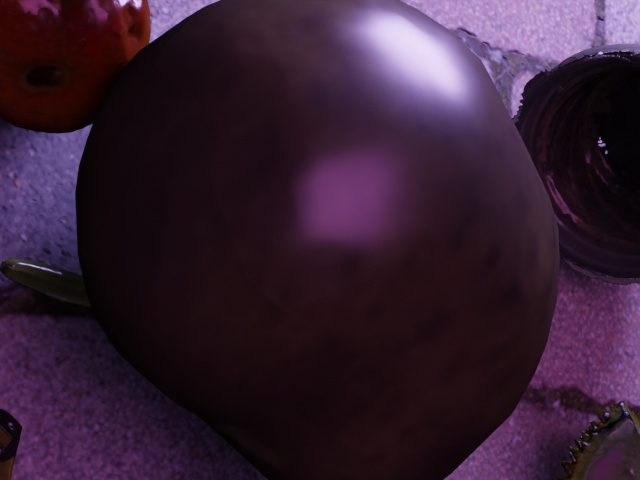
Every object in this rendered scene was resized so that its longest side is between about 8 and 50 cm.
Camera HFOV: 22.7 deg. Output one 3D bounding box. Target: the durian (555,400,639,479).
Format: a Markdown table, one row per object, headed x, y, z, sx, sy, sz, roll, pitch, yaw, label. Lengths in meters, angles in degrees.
| x | y | z | sx | sy | sz | roll | pitch | yaw | label |
| --- | --- | --- | --- | --- | --- | --- | --- | --- | --- |
| 0.289 | 0.252 | 1.483 | 0.137 | 0.095 | 0.220 | -37 | 103 | 4 | durian |

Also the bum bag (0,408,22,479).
| x | y | z | sx | sy | sz | roll | pitch | yaw | label |
| --- | --- | --- | --- | --- | --- | --- | --- | --- | --- |
| -0.317 | 0.115 | 1.157 | 0.232 | 0.060 | 0.106 | 45 | 69 | -13 | bum bag |

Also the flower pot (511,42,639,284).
| x | y | z | sx | sy | sz | roll | pitch | yaw | label |
| --- | --- | --- | --- | --- | --- | --- | --- | --- | --- |
| 0.304 | -0.087 | 1.517 | 0.235 | 0.235 | 0.140 | 60 | 32 | -6 | flower pot |

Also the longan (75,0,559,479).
| x | y | z | sx | sy | sz | roll | pitch | yaw | label |
| --- | --- | --- | --- | --- | --- | --- | --- | --- | --- |
| 0.000 | 0.000 | 1.214 | 0.404 | 0.336 | 0.404 | 11 | 75 | -47 | longan |

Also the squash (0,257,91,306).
| x | y | z | sx | sy | sz | roll | pitch | yaw | label |
| --- | --- | --- | --- | --- | --- | --- | --- | --- | --- |
| -0.211 | 0.032 | 1.261 | 0.089 | 0.027 | 0.027 | 21 | 68 | -21 | squash |

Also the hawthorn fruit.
| x | y | z | sx | sy | sz | roll | pitch | yaw | label |
| --- | --- | --- | --- | --- | --- | --- | --- | --- | --- |
| -0.197 | -0.186 | 1.170 | 0.165 | 0.285 | 0.165 | 2 | 74 | -8 | hawthorn fruit |
